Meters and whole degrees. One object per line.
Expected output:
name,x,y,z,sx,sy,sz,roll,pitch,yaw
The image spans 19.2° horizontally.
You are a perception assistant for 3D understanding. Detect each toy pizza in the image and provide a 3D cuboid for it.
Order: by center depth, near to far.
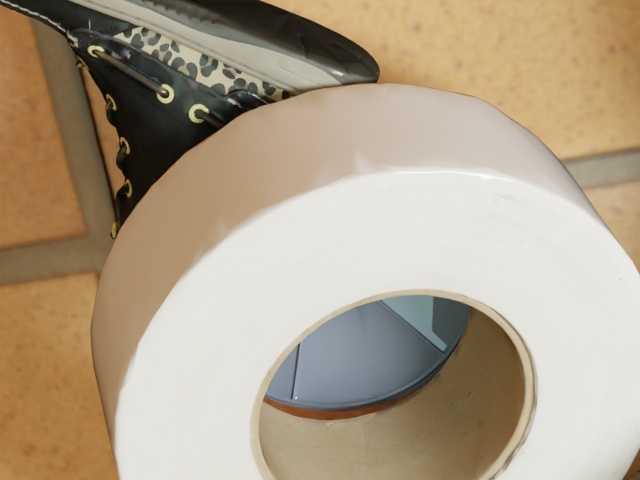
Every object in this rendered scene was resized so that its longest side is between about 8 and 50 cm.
toy pizza,0.000,0.000,1.068,0.201,0.032,0.201,4,108,13

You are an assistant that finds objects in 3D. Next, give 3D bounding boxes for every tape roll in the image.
tape roll,0.027,0.065,0.981,0.286,0.100,0.286,-7,121,-12

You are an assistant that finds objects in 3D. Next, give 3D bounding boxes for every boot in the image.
boot,-0.103,-0.057,1.012,0.236,0.085,0.178,21,113,6

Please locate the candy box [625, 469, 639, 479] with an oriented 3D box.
candy box,0.236,0.133,0.982,0.233,0.159,0.071,-39,92,20
